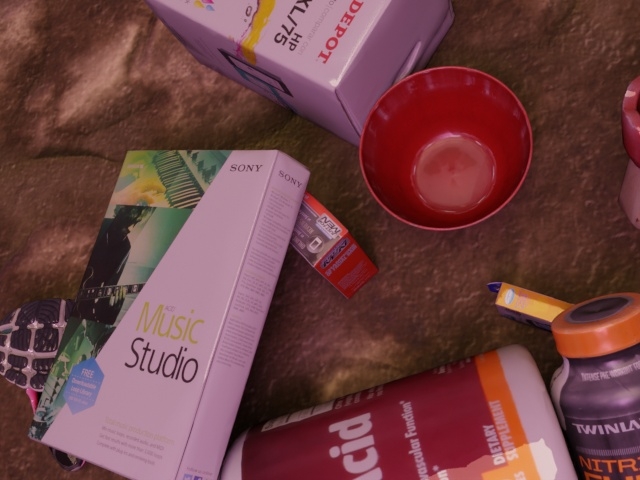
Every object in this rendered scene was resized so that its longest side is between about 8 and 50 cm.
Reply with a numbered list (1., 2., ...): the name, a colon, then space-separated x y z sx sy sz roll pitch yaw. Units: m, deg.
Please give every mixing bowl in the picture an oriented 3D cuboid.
1. mixing bowl: 0.141 -0.087 0.956 0.181 0.098 0.181 -4 75 15

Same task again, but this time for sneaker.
1. sneaker: -0.312 0.213 1.022 0.047 0.057 0.119 -29 72 4
2. sneaker: -0.241 0.133 0.994 0.275 0.110 0.107 3 68 12

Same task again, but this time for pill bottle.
1. pill bottle: 0.042 0.257 0.826 0.392 0.224 0.224 -20 72 9
2. pill bottle: 0.287 0.173 0.788 0.130 0.130 0.246 -20 97 9

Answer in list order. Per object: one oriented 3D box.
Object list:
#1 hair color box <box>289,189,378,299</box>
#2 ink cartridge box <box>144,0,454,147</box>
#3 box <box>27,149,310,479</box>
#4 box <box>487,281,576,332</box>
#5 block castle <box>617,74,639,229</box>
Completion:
1. hair color box: 0.000 0.000 0.934 0.053 0.167 0.093 -46 70 0
2. ink cartridge box: -0.019 -0.266 0.993 0.270 0.197 0.198 30 85 19
3. box: -0.153 0.064 0.857 0.232 0.058 0.322 4 71 41
4. box: 0.235 0.077 0.898 0.136 0.081 0.028 16 81 19
5. block castle: 0.468 -0.199 0.779 0.303 0.213 0.453 19 63 20
